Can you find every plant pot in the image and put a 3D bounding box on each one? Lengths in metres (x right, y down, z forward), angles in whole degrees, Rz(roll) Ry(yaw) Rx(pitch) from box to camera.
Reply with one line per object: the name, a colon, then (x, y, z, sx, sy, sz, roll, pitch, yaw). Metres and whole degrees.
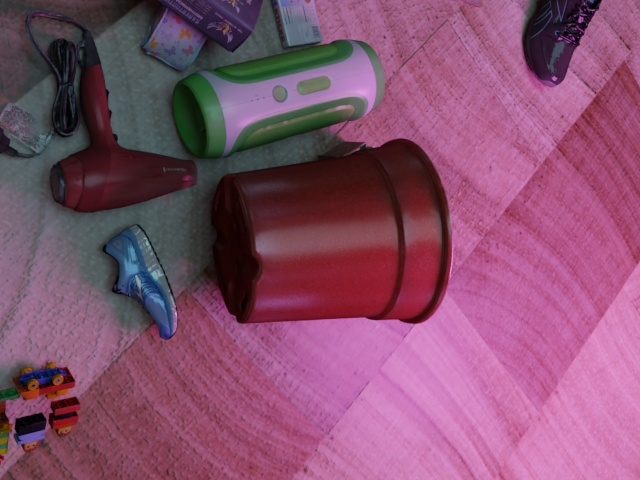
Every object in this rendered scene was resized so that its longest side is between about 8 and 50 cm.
plant pot: (0.000, 0.000, 1.037, 0.265, 0.272, 0.273, -6, 92, -22)

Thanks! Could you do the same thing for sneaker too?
sneaker: (0.456, -0.421, 1.384, 0.101, 0.106, 0.268, 13, 84, -30)
sneaker: (-0.243, 0.063, 1.008, 0.073, 0.063, 0.162, -24, 97, -10)

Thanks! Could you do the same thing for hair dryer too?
hair dryer: (-0.286, -0.146, 0.965, 0.293, 0.080, 0.224, 36, 72, -25)

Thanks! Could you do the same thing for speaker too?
speaker: (-0.055, -0.207, 1.071, 0.296, 0.131, 0.131, -20, 99, -28)

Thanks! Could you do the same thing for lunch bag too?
lunch bag: (-0.200, -0.286, 1.031, 0.071, 0.053, 0.083, 25, 103, -28)

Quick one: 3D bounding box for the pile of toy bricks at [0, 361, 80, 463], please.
pile of toy bricks: (-0.398, 0.227, 0.893, 0.212, 0.118, 0.105, -6, 125, -39)

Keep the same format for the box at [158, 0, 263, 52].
box: (-0.178, -0.389, 1.003, 0.232, 0.059, 0.183, 31, 47, -26)

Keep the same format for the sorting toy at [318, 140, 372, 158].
sorting toy: (0.043, -0.138, 1.152, 0.062, 0.083, 0.012, -30, 114, -28)

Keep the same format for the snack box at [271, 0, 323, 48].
snack box: (-0.047, -0.388, 1.139, 0.064, 0.022, 0.178, -17, 98, -28)

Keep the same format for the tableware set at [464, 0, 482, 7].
tableware set: (0.225, -0.490, 1.288, 0.194, 0.039, 0.128, 5, 87, -30)
